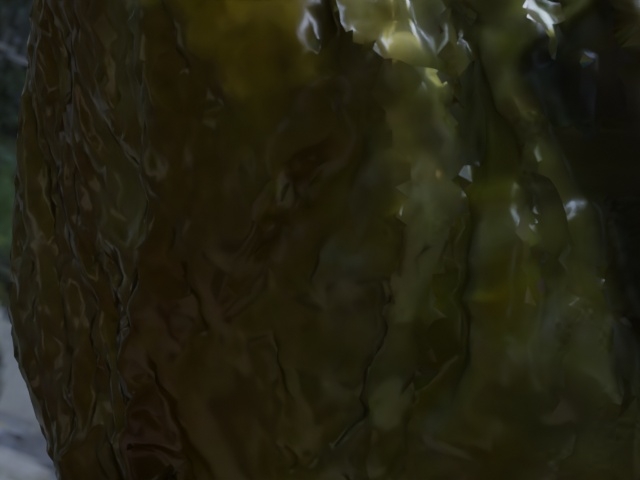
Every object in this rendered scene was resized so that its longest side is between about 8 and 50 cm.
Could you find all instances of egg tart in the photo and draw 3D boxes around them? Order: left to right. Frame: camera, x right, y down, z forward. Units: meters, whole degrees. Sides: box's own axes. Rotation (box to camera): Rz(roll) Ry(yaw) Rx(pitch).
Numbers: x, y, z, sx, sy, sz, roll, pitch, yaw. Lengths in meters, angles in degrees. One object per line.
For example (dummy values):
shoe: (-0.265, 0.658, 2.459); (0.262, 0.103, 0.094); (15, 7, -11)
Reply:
egg tart: (0.000, 0.000, 0.525); (0.153, 0.340, 0.351); (-1, -33, -23)
